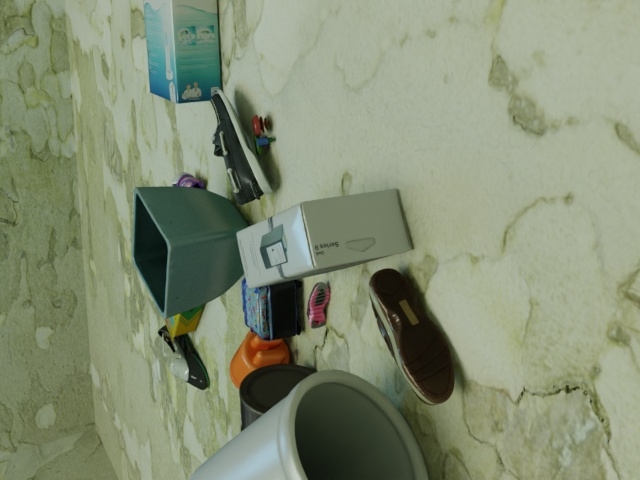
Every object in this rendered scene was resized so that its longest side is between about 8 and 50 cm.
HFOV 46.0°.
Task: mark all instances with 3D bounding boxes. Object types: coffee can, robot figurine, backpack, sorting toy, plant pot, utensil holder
[{"bbox_3d":[-0.086,0.454,1.737,0.201,0.201,0.276,35,130,51],"label":"coffee can"},{"bbox_3d":[-0.155,0.307,1.878,0.158,0.128,0.219,44,143,8],"label":"robot figurine"},{"bbox_3d":[-0.128,0.141,1.786,0.173,0.116,0.158,31,126,56],"label":"backpack"},{"bbox_3d":[-0.129,-0.239,1.729,0.061,0.042,0.102,-111,15,-48],"label":"sorting toy"},{"bbox_3d":[-0.319,0.009,1.929,0.247,0.252,0.248,50,140,39],"label":"plant pot"},{"bbox_3d":[-0.045,0.479,1.428,0.385,0.327,0.328,-42,62,33],"label":"utensil holder"}]

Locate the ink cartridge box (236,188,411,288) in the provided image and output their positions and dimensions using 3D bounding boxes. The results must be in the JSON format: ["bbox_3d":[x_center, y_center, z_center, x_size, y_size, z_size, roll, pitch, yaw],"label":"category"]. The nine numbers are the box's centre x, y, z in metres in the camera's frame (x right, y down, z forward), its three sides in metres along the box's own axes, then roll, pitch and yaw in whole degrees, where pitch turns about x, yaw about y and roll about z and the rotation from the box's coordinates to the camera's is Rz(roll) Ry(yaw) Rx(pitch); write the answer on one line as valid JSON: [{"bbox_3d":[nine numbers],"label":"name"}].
[{"bbox_3d":[0.000,0.000,1.410,0.289,0.211,0.122,-19,82,60],"label":"ink cartridge box"}]

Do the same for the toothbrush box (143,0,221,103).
[{"bbox_3d":[-0.356,-0.514,1.926,0.216,0.126,0.296,28,125,55],"label":"toothbrush box"}]

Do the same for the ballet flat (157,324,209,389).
[{"bbox_3d":[-0.462,0.388,2.481,0.280,0.096,0.095,54,142,36],"label":"ballet flat"}]

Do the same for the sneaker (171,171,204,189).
[{"bbox_3d":[-0.366,-0.075,2.144,0.104,0.095,0.237,7,102,50],"label":"sneaker"}]

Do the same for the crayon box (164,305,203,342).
[{"bbox_3d":[-0.449,0.163,2.380,0.202,0.081,0.319,63,150,24],"label":"crayon box"}]

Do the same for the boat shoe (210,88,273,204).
[{"bbox_3d":[-0.211,-0.223,1.780,0.303,0.091,0.114,64,-177,27],"label":"boat shoe"}]

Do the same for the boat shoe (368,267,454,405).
[{"bbox_3d":[0.159,0.176,1.335,0.095,0.095,0.258,102,151,-59],"label":"boat shoe"}]

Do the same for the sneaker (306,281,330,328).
[{"bbox_3d":[-0.012,0.134,1.656,0.057,0.047,0.119,-121,34,-50],"label":"sneaker"}]
